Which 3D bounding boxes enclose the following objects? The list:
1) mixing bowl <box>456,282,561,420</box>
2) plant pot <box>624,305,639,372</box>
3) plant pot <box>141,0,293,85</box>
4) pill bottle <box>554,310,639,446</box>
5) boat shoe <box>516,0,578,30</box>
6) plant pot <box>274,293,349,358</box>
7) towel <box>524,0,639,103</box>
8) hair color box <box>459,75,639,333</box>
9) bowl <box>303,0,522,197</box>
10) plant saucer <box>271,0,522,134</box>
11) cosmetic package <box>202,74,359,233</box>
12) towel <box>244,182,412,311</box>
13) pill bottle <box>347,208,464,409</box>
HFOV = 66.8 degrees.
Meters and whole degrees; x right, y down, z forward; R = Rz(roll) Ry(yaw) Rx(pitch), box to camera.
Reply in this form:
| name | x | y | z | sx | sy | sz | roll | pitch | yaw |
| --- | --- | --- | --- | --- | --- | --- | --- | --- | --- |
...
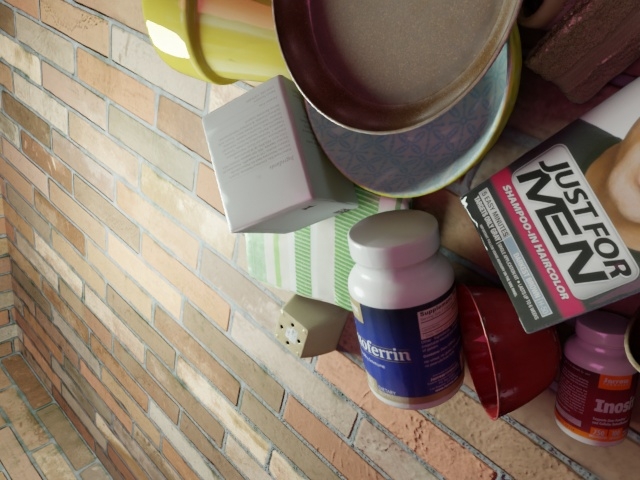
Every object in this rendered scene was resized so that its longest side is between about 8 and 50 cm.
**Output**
| name | x | y | z | sx | sy | sz | roll | pitch | yaw |
| --- | --- | --- | --- | --- | --- | --- | --- | --- | --- |
| mixing bowl | 0.254 | 0.138 | 0.651 | 0.098 | 0.181 | 0.182 | -11 | 99 | 3 |
| plant pot | 0.457 | 0.144 | 0.447 | 0.230 | 0.215 | 0.215 | 50 | 132 | -3 |
| plant pot | -0.091 | -0.347 | 0.731 | 0.238 | 0.254 | 0.254 | 24 | 120 | 17 |
| pill bottle | 0.349 | 0.171 | 0.611 | 0.086 | 0.086 | 0.152 | 12 | 113 | 38 |
| boat shoe | 0.260 | -0.370 | 0.477 | 0.109 | 0.098 | 0.303 | -135 | 43 | -54 |
| plant pot | -0.027 | 0.161 | 0.935 | 0.109 | 0.096 | 0.109 | 35 | 125 | 29 |
| towel | 0.304 | -0.219 | 0.512 | 0.148 | 0.110 | 0.027 | -44 | 34 | 39 |
| hair color box | 0.349 | -0.061 | 0.489 | 0.374 | 0.113 | 0.186 | -38 | 66 | 42 |
| bowl | 0.131 | -0.211 | 0.626 | 0.289 | 0.156 | 0.290 | 15 | 114 | 37 |
| plant saucer | 0.072 | -0.273 | 0.517 | 0.310 | 0.050 | 0.311 | 16 | 115 | 38 |
| cosmetic package | -0.057 | -0.116 | 0.732 | 0.151 | 0.151 | 0.184 | -19 | 81 | 27 |
| towel | 0.000 | 0.000 | 0.854 | 0.324 | 0.038 | 0.248 | 14 | 119 | 28 |
| pill bottle | 0.124 | 0.099 | 0.712 | 0.153 | 0.153 | 0.265 | 8 | 120 | 40 |
